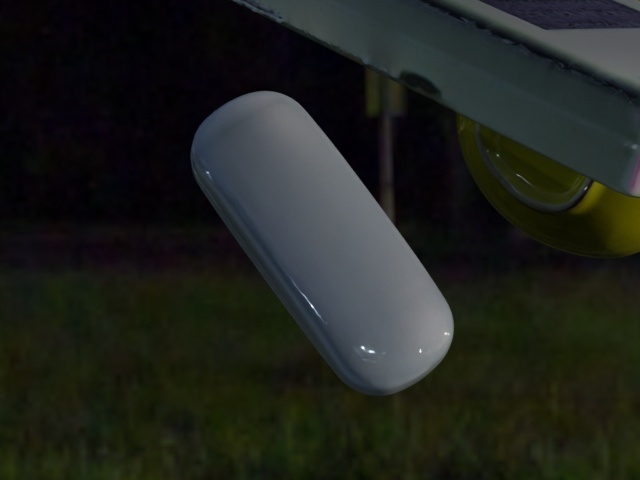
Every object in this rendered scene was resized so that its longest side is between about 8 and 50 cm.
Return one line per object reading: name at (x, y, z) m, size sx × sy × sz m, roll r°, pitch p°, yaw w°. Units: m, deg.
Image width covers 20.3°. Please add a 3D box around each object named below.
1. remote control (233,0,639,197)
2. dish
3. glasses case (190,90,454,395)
remote control at (0.060, -0.105, 0.813) m, size 0.145 × 0.050 × 0.344 m, roll -6°, pitch 27°, yaw -42°
dish at (0.215, -0.104, 1.454) m, size 0.221 × 0.262 × 0.108 m, roll 46°, pitch 29°, yaw 13°
glasses case at (0.000, 0.000, 0.927) m, size 0.067 × 0.178 × 0.045 m, roll -32°, pitch -15°, yaw -15°
